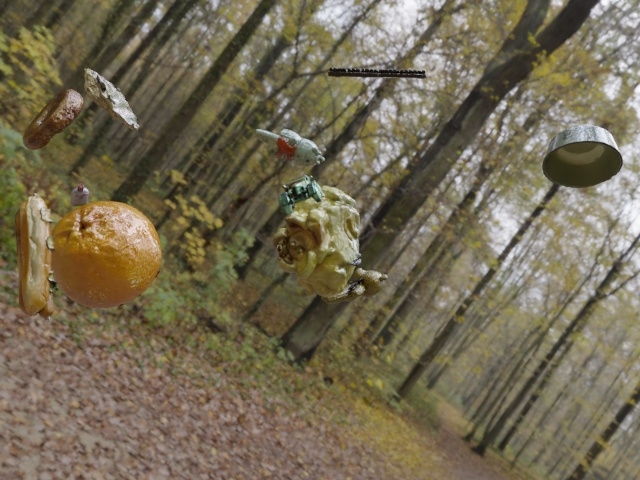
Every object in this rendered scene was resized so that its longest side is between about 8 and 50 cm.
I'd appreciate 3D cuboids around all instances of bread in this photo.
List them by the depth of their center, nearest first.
[{"bbox_3d":[-0.654,-0.294,1.465,0.064,0.193,0.193,44,-7,-32],"label":"bread"}]

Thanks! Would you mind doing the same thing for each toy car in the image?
[{"bbox_3d":[-0.036,-0.084,1.056,0.143,0.073,0.054,-77,148,-82],"label":"toy car"}]

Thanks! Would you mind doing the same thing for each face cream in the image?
[{"bbox_3d":[-0.572,-0.109,1.417,0.083,0.040,0.021,-49,-122,54],"label":"face cream"}]

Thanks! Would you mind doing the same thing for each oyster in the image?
[{"bbox_3d":[-0.641,-0.419,1.821,0.209,0.072,0.133,51,14,-49],"label":"oyster"}]

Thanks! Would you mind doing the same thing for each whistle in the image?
[{"bbox_3d":[-0.104,-0.316,2.011,0.253,0.102,0.106,24,35,4],"label":"whistle"}]

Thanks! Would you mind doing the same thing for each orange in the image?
[{"bbox_3d":[-0.669,0.034,1.843,0.340,0.340,0.293,35,-25,24],"label":"orange"}]

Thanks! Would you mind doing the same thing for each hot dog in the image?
[{"bbox_3d":[-0.584,0.034,1.225,0.072,0.270,0.109,-3,-8,-32],"label":"hot dog"}]

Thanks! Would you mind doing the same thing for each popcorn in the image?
[{"bbox_3d":[0.000,0.000,1.511,0.215,0.287,0.252,-10,-16,18],"label":"popcorn"}]

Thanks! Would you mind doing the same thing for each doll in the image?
[{"bbox_3d":[0.102,0.144,1.874,0.137,0.209,0.097,148,-74,-70],"label":"doll"}]

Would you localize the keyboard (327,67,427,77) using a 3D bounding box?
[{"bbox_3d":[0.185,-0.538,1.924,0.316,0.027,0.106,4,13,9],"label":"keyboard"}]

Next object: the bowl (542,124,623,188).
[{"bbox_3d":[0.749,-0.256,1.716,0.211,0.112,0.211,8,-29,5],"label":"bowl"}]
